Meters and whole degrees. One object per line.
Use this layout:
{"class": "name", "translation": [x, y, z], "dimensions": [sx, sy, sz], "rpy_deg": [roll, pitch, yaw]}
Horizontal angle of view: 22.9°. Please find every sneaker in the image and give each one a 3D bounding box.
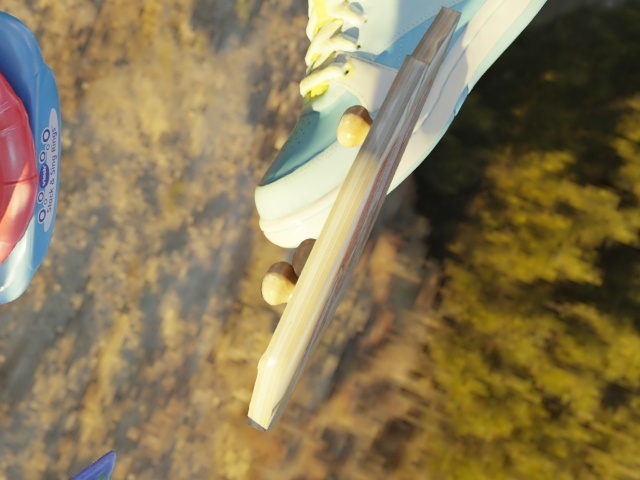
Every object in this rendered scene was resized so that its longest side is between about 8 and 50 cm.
{"class": "sneaker", "translation": [0.013, -0.163, 1.091], "dimensions": [0.319, 0.208, 0.127], "rpy_deg": [-52, -158, -26]}

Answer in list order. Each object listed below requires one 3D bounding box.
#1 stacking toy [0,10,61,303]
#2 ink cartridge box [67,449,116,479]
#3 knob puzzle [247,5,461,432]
{"class": "stacking toy", "translation": [-0.254, -0.011, 0.762], "dimensions": [0.302, 0.165, 0.175], "rpy_deg": [-55, 154, -67]}
{"class": "ink cartridge box", "translation": [-0.151, 0.241, 0.643], "dimensions": [0.186, 0.065, 0.311], "rpy_deg": [-33, 150, -43]}
{"class": "knob puzzle", "translation": [0.000, 0.000, 0.687], "dimensions": [0.213, 0.030, 0.213], "rpy_deg": [25, 90, -86]}
